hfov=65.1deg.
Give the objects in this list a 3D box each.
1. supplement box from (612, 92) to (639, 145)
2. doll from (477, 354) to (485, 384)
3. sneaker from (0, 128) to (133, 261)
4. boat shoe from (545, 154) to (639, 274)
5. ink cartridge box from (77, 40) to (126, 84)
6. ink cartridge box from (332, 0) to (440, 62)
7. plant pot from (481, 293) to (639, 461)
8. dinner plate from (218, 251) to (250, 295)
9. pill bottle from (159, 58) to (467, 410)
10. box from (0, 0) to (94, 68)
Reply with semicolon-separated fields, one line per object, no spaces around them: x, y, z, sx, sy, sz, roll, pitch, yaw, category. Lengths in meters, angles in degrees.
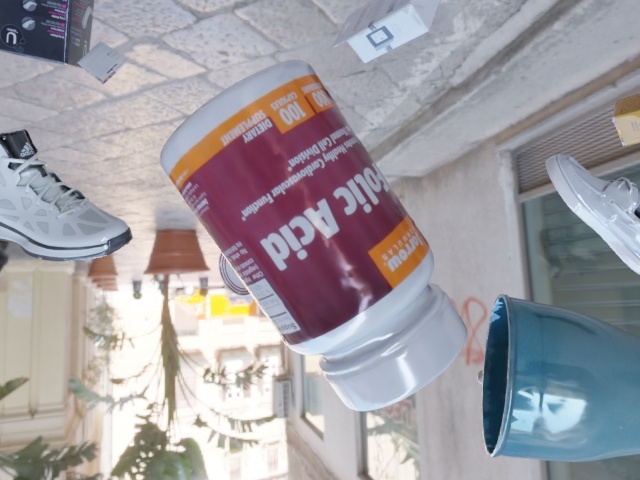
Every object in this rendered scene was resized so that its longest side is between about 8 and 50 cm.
0.678;-0.251;0.922;0.234;0.080;0.078;-12;127;43;supplement box
0.429;0.261;1.210;0.046;0.188;0.129;30;169;12;doll
-0.654;-0.114;1.162;0.448;0.257;0.169;12;-152;15;sneaker
0.341;-0.038;0.577;0.063;0.184;0.066;-44;175;40;boat shoe
-0.402;-0.328;0.939;0.115;0.063;0.029;37;171;33;ink cartridge box
0.117;-0.391;0.898;0.180;0.104;0.060;-10;138;46;ink cartridge box
0.420;0.238;0.835;0.256;0.271;0.272;5;174;11;plant pot
-0.208;0.075;1.296;0.141;0.141;0.017;-7;-171;34;dinner plate
0.000;0.000;0.634;0.224;0.392;0.224;-34;-175;4;pill bottle
-0.592;-0.531;1.098;0.144;0.270;0.165;9;-167;-10;box
